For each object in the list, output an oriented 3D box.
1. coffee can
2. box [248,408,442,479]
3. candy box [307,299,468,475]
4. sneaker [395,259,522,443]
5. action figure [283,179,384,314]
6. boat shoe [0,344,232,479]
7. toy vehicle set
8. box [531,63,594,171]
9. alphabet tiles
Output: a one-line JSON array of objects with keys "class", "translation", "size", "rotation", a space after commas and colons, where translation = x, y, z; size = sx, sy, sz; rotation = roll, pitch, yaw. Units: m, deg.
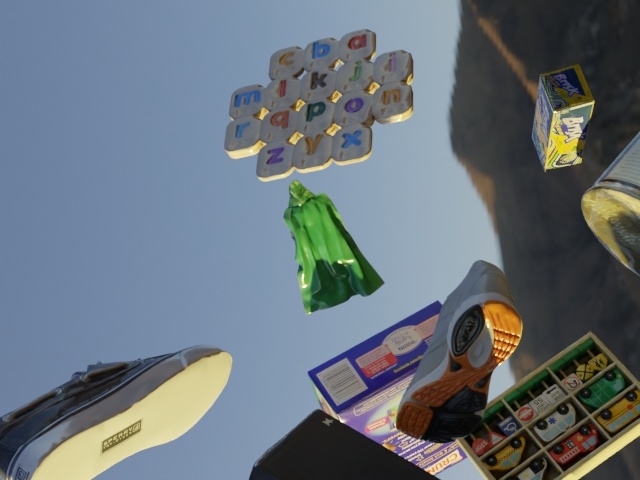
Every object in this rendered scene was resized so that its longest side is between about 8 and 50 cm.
[{"class": "coffee can", "translation": [0.508, -0.094, 1.545], "size": [0.275, 0.201, 0.201], "rotation": [-47, -38, -14]}, {"class": "box", "translation": [0.052, 0.451, 1.513], "size": [0.179, 0.343, 0.312], "rotation": [-31, -36, -59]}, {"class": "candy box", "translation": [0.149, 0.296, 2.059], "size": [0.122, 0.268, 0.317], "rotation": [52, 166, 45]}, {"class": "sneaker", "translation": [0.170, 0.138, 1.426], "size": [0.121, 0.099, 0.262], "rotation": [-81, 14, -52]}, {"class": "action figure", "translation": [0.000, 0.000, 1.844], "size": [0.063, 0.137, 0.232], "rotation": [-115, 2, -56]}, {"class": "boat shoe", "translation": [-0.221, 0.171, 1.232], "size": [0.301, 0.102, 0.108], "rotation": [-28, -40, -45]}, {"class": "toy vehicle set", "translation": [0.347, 0.270, 1.728], "size": [0.166, 0.267, 0.035], "rotation": [51, 171, 38]}, {"class": "box", "translation": [0.313, -0.156, 1.519], "size": [0.169, 0.054, 0.059], "rotation": [74, 180, -66]}, {"class": "alphabet tiles", "translation": [-0.002, -0.198, 1.705], "size": [0.021, 0.284, 0.278], "rotation": [62, -157, -45]}]
